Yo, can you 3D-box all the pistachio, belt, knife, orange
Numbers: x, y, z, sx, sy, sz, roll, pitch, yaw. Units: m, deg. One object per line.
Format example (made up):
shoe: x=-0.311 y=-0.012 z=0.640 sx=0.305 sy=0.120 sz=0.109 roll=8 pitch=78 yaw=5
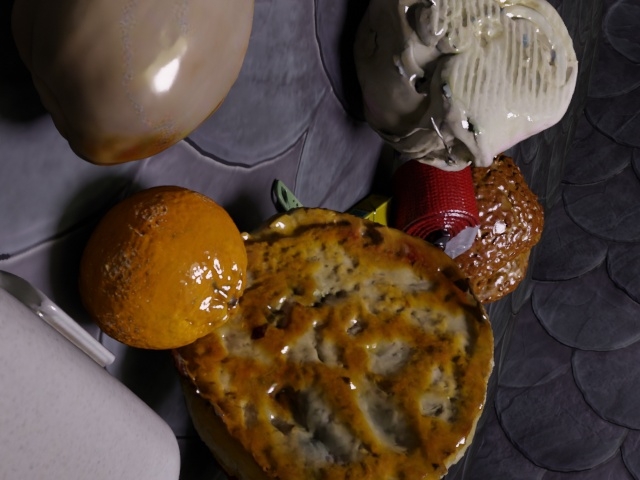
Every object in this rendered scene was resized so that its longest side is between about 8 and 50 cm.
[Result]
pistachio: x=-0.113 y=-0.151 z=0.475 sx=0.215 sy=0.144 sz=0.144 roll=-68 pitch=155 yaw=-12
belt: x=0.171 y=-0.036 z=1.106 sx=0.201 sy=0.128 sz=0.124 roll=89 pitch=-3 yaw=-67
knife: x=0.000 y=0.000 z=0.876 sx=0.207 sy=0.014 sz=0.030 roll=52 pitch=45 yaw=-39
orange: x=-0.119 y=0.022 z=0.577 sx=0.135 sy=0.117 sz=0.136 roll=7 pitch=90 yaw=-69

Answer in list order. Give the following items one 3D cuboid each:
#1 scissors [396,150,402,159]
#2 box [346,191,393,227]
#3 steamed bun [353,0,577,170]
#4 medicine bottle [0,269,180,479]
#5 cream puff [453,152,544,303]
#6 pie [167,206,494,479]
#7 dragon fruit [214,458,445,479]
scissors: x=0.132 y=-0.184 z=1.135 sx=0.039 sy=0.012 sz=0.113 roll=-36 pitch=134 yaw=-55
box: x=0.027 y=0.048 z=1.002 sx=0.279 sy=0.041 sz=0.153 roll=-37 pitch=133 yaw=-54
steamed bun: x=0.171 y=-0.232 z=0.955 sx=0.280 sy=0.207 sz=0.268 roll=-32 pitch=101 yaw=-28
medicine bottle: x=-0.224 y=0.161 z=0.414 sx=0.282 sy=0.123 sz=0.375 roll=-66 pitch=153 yaw=-25
cream puff: x=0.296 y=-0.022 z=1.332 sx=0.303 sy=0.212 sz=0.303 roll=12 pitch=90 yaw=-74
pie: x=0.009 y=0.108 z=0.679 sx=0.315 sy=0.315 sz=0.092 roll=-59 pitch=172 yaw=-33
dragon fruit: x=0.028 y=0.205 z=0.813 sx=0.299 sy=0.244 sz=0.244 roll=-19 pitch=128 yaw=-18
